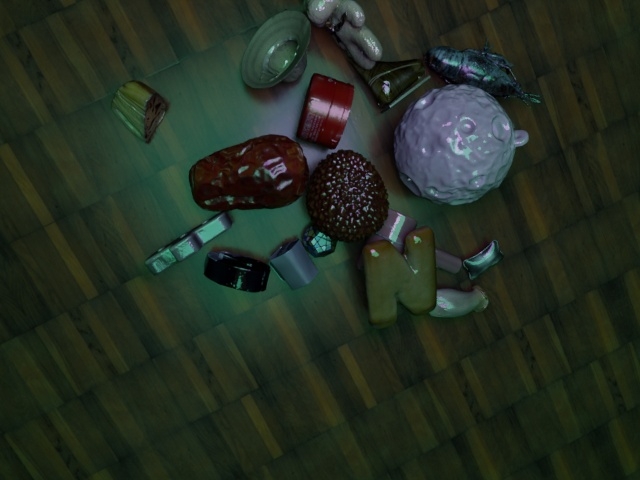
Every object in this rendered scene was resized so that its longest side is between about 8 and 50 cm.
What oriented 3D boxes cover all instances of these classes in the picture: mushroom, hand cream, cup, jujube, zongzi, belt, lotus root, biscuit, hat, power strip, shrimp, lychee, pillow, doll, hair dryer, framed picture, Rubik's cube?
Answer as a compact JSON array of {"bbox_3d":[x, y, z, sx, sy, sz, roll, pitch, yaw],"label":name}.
[{"bbox_3d":[0.446,0.201,1.436,0.212,0.088,0.097,-7,70,-11],"label":"mushroom"},{"bbox_3d":[0.011,-0.367,1.249,0.125,0.193,0.193,14,96,-10],"label":"hand cream"},{"bbox_3d":[-0.093,0.078,1.346,0.128,0.095,0.130,-24,105,34],"label":"cup"},{"bbox_3d":[-0.206,-0.181,1.247,0.341,0.216,0.217,-9,99,8],"label":"jujube"},{"bbox_3d":[0.205,-0.526,1.314,0.187,0.084,0.184,-39,91,-8],"label":"zongzi"},{"bbox_3d":[-0.248,0.087,1.299,0.198,0.151,0.078,15,100,0],"label":"belt"},{"bbox_3d":[-0.505,-0.381,1.236,0.135,0.095,0.159,40,131,-5],"label":"lotus root"},{"bbox_3d":[0.242,0.116,1.300,0.236,0.062,0.291,-14,115,-16],"label":"biscuit"},{"bbox_3d":[-0.100,-0.514,1.248,0.252,0.252,0.110,-57,142,3],"label":"hat"},{"bbox_3d":[-0.376,0.008,1.247,0.264,0.193,0.059,-32,103,-3],"label":"power strip"},{"bbox_3d":[0.497,-0.512,1.313,0.371,0.137,0.172,17,112,-8],"label":"shrimp"},{"bbox_3d":[0.075,-0.135,1.244,0.271,0.271,0.272,-1,98,-7],"label":"lychee"},{"bbox_3d":[0.537,0.064,1.441,0.135,0.091,0.055,-36,57,1],"label":"pillow"},{"bbox_3d":[0.058,-0.584,1.191,0.278,0.175,0.149,47,53,-8],"label":"doll"},{"bbox_3d":[0.305,0.053,1.389,0.352,0.125,0.211,22,95,-17],"label":"hair dryer"},{"bbox_3d":[0.252,-0.434,1.310,0.149,0.109,0.011,-36,98,-1],"label":"framed picture"},{"bbox_3d":[0.000,0.000,1.346,0.111,0.093,0.111,-2,99,-9],"label":"Rubik's cube"}]

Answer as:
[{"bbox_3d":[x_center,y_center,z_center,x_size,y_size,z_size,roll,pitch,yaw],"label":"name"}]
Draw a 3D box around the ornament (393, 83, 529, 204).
[{"bbox_3d":[0.363,-0.259,1.235,0.336,0.337,0.338,-1,98,-7],"label":"ornament"}]
